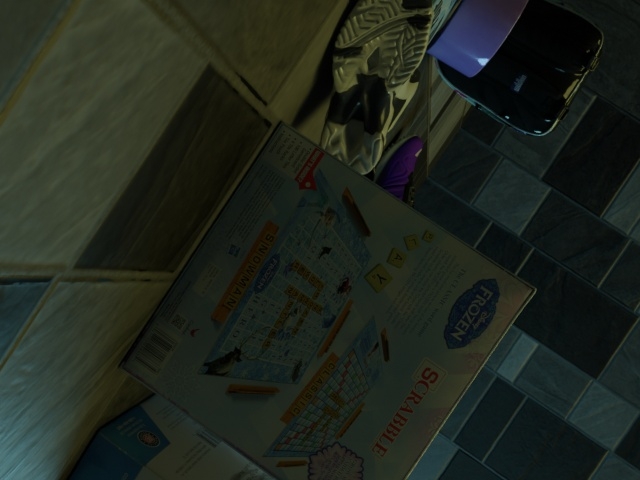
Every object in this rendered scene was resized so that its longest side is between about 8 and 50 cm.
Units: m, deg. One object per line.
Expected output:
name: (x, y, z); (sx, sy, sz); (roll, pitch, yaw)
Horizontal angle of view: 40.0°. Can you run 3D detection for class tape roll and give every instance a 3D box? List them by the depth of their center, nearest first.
tape roll: (0.235, -0.341, 1.287); (0.189, 0.080, 0.189); (-59, -172, 14)

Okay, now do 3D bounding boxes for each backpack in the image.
backpack: (0.328, -0.322, 1.499); (0.225, 0.253, 0.191); (-62, 176, 17)

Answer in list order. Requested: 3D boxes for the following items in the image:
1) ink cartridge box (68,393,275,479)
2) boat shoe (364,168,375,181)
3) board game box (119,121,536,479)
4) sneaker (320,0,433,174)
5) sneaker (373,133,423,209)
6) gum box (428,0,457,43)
ink cartridge box: (-0.143, 0.346, 1.117); (0.129, 0.307, 0.223); (-57, 172, 9)
boat shoe: (0.038, -0.096, 1.281); (0.084, 0.079, 0.233); (-56, 175, -9)
board game box: (0.005, 0.093, 0.935); (0.319, 0.318, 0.066); (-56, 173, 3)
sneaker: (0.068, -0.204, 0.976); (0.153, 0.094, 0.235); (-71, 173, -54)
sneaker: (0.152, -0.080, 1.823); (0.293, 0.146, 0.102); (-53, 173, -17)
gum box: (0.129, -0.291, 1.141); (0.184, 0.041, 0.157); (-56, 174, -8)
